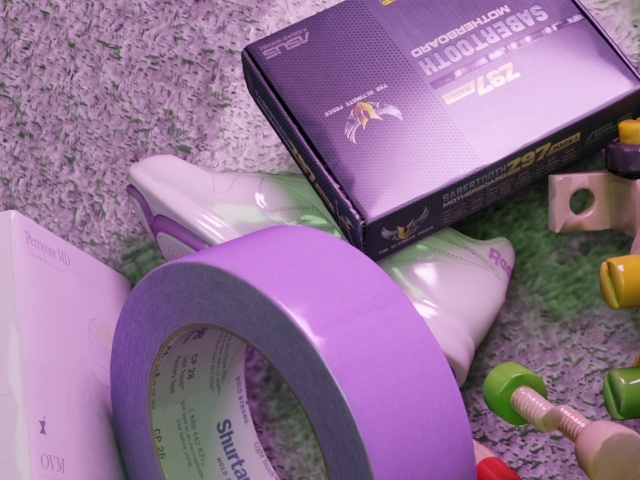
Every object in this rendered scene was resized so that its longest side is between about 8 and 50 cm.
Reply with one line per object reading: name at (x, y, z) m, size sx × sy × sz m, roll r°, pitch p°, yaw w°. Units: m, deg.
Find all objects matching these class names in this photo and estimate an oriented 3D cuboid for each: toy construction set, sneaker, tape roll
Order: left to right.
tape roll at (-0.024, 0.132, 1.257) m, size 0.275 × 0.090 × 0.275 m, roll 23°, pitch 122°, yaw 42°
sneaker at (0.000, 0.000, 1.380) m, size 0.305 × 0.114 × 0.152 m, roll 26°, pitch 64°, yaw 20°
toy construction set at (0.211, 0.056, 1.255) m, size 0.309 × 0.257 × 0.237 m, roll -31°, pitch 25°, yaw -11°

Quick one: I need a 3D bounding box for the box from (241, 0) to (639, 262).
box at (0.086, -0.108, 1.339) m, size 0.233 × 0.059 × 0.183 m, roll -26°, pitch 59°, yaw -11°

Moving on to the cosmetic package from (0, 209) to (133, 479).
cosmetic package at (-0.222, 0.119, 1.331) m, size 0.138 × 0.224 × 0.224 m, roll -12°, pitch 74°, yaw 13°
